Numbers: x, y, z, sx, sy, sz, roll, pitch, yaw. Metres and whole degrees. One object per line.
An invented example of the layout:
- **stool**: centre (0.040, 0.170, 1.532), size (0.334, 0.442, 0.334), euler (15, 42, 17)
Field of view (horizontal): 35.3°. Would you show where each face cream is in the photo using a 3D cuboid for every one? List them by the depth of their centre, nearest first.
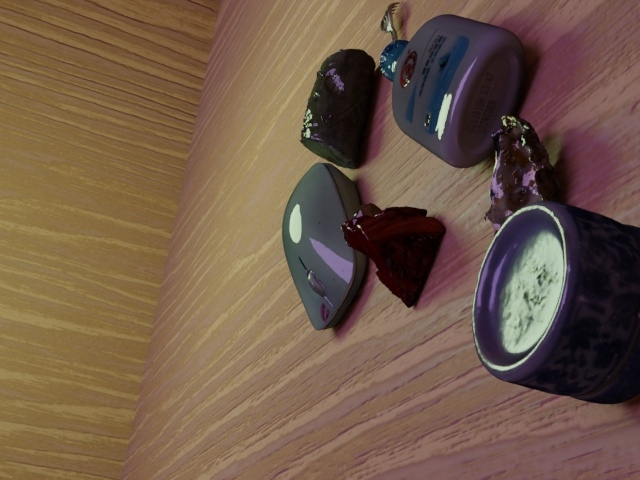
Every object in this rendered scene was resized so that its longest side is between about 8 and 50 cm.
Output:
- **face cream**: centre (0.147, -0.200, 1.244), size (0.336, 0.080, 0.163), euler (-124, 52, -68)

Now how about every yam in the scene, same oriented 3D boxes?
- **yam**: centre (0.029, -0.209, 1.597), size (0.107, 0.107, 0.183), euler (152, 134, -67)

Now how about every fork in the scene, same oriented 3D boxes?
- **fork**: centre (0.111, -0.296, 1.531), size (0.034, 0.028, 0.219), euler (-54, 26, 40)

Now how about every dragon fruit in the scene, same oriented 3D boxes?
- **dragon fruit**: centre (0.096, 0.003, 1.284), size (0.092, 0.122, 0.192), euler (-35, 11, -9)

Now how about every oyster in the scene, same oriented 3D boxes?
- **oyster**: centre (0.202, -0.062, 0.995), size (0.103, 0.051, 0.148), euler (147, 121, -60)

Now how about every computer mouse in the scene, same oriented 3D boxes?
- **computer mouse**: centre (-0.006, -0.002, 1.516), size (0.288, 0.097, 0.159), euler (-94, 28, -49)

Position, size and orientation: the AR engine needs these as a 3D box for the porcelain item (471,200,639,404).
- **porcelain item**: centre (0.201, 0.050, 0.789), size (0.147, 0.114, 0.147), euler (-166, 90, -73)
